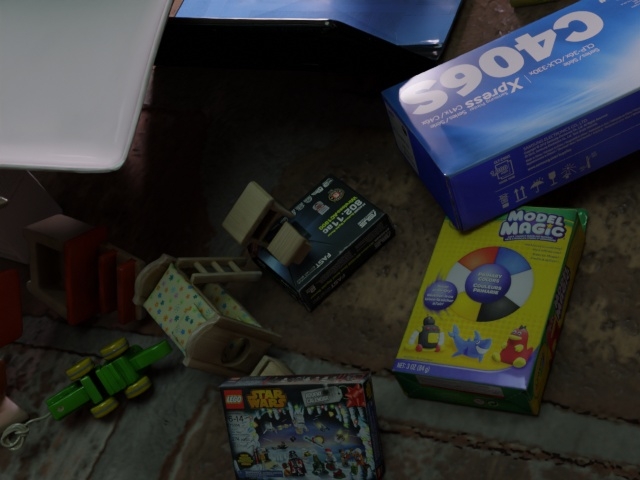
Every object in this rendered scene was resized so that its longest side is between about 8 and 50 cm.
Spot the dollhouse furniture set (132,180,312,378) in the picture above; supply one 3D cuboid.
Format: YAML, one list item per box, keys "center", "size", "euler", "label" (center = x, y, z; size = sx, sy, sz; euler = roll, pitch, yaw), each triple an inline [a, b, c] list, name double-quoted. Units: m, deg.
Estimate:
- center: [-0.064, 0.051, 1.138]
  size: [0.182, 0.101, 0.161]
  euler: [42, 102, 40]
  label: "dollhouse furniture set"

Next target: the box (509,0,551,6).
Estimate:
- center: [0.236, -0.380, 1.379]
  size: [0.058, 0.087, 0.232]
  euler: [-7, 58, 20]
  label: "box"

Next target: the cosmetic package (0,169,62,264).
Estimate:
- center: [-0.394, -0.072, 1.326]
  size: [0.117, 0.231, 0.085]
  euler: [12, 62, 30]
  label: "cosmetic package"

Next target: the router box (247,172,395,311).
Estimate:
- center: [0.000, 0.000, 1.229]
  size: [0.122, 0.038, 0.092]
  euler: [-43, 50, -11]
  label: "router box"

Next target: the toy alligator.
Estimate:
- center: [-0.231, 0.147, 1.211]
  size: [0.190, 0.056, 0.051]
  euler: [-31, 7, 0]
  label: "toy alligator"

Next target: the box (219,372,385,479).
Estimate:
- center: [-0.016, 0.166, 1.076]
  size: [0.137, 0.094, 0.027]
  euler: [-5, 13, 21]
  label: "box"

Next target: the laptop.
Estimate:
- center: [-0.053, -0.314, 1.372]
  size: [0.382, 0.408, 0.236]
  euler: [6, 91, 27]
  label: "laptop"

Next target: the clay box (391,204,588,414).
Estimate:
- center: [0.160, 0.044, 1.116]
  size: [0.127, 0.053, 0.222]
  euler: [5, 57, 27]
  label: "clay box"

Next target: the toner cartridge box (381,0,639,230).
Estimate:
- center: [0.250, -0.149, 1.176]
  size: [0.348, 0.075, 0.165]
  euler: [-25, 42, -5]
  label: "toner cartridge box"

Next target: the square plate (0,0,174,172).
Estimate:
- center: [-0.295, -0.198, 1.197]
  size: [0.344, 0.049, 0.347]
  euler: [1, 58, 19]
  label: "square plate"

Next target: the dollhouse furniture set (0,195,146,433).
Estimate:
- center: [-0.311, 0.067, 1.188]
  size: [0.135, 0.262, 0.259]
  euler: [26, 37, 34]
  label: "dollhouse furniture set"
